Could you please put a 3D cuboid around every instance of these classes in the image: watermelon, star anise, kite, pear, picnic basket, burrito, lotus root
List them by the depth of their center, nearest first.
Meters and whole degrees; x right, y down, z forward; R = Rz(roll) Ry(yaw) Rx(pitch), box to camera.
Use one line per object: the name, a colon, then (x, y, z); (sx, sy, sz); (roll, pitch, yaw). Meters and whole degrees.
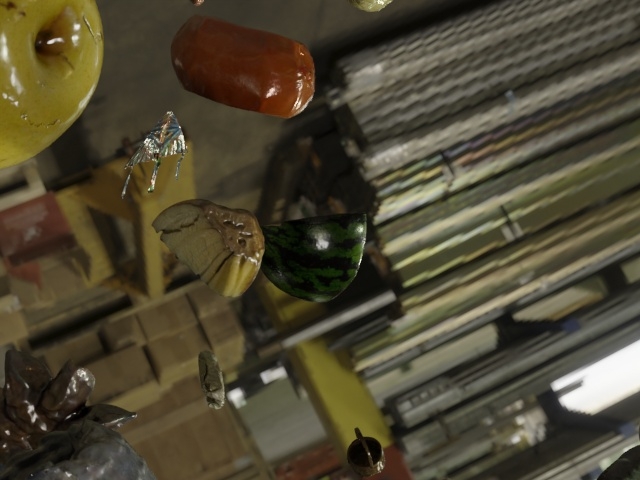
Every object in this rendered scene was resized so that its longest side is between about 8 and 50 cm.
pear: (-0.430, -0.241, 1.242); (0.348, 0.348, 0.348); (-25, 163, -8)
lotus root: (-0.136, -0.005, 1.458); (0.095, 0.159, 0.135); (-48, -172, -34)
watermelon: (-0.003, 0.014, 1.726); (0.145, 0.193, 0.137); (-8, -136, 52)
star anise: (-0.447, 0.321, 1.768); (0.315, 0.315, 0.108); (-34, -176, 21)
kite: (-0.273, -0.151, 1.825); (0.183, 0.010, 0.160); (-26, 139, -58)
picnic basket: (0.075, 0.366, 1.860); (0.072, 0.072, 0.083); (-24, 132, -11)
burrito: (-0.222, 0.275, 2.154); (0.045, 0.058, 0.188); (-14, -155, -4)

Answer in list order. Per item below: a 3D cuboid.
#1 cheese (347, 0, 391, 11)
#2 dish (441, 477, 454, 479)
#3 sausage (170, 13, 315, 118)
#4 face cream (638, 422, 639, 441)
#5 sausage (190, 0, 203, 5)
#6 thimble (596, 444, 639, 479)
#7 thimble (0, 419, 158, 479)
cheese: (0.150, -0.616, 2.374); (0.226, 0.117, 0.214); (-48, 179, -23)
dish: (0.165, 0.321, 1.112); (0.078, 0.141, 0.141); (4, 158, -5)
sausage: (-0.137, -0.301, 1.843); (0.153, 0.268, 0.141); (-7, 116, -70)
face cream: (0.420, 0.158, 1.080); (0.149, 0.083, 0.264); (10, 141, 6)
sausage: (-0.278, -0.534, 2.253); (0.034, 0.083, 0.034); (-38, 170, -8)
thimble: (0.487, 0.422, 1.562); (0.237, 0.150, 0.237); (-14, 117, -28)
thimble: (-0.270, 0.301, 1.112); (0.236, 0.172, 0.205); (-23, -164, 47)
